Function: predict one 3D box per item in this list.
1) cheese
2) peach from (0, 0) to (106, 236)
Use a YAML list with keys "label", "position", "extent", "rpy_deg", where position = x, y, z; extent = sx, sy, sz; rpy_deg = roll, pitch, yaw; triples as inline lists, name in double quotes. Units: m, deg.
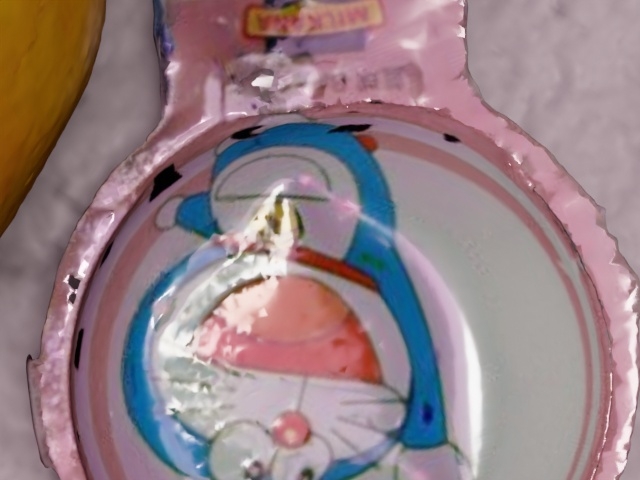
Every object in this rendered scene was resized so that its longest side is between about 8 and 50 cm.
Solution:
- label: "cheese"
  position: [0.000, 0.000, 0.531]
  extent: [0.189, 0.074, 0.285]
  rpy_deg: [-3, 84, 9]
- label: "peach"
  position: [-0.205, -0.086, 0.478]
  extent: [0.308, 0.308, 0.332]
  rpy_deg: [28, 76, 12]
